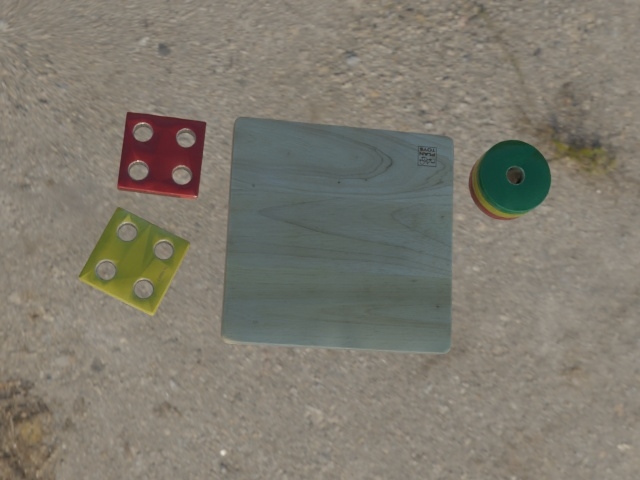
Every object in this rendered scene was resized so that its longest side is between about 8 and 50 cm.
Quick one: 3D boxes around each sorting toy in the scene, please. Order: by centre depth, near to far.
[{"bbox_3d":[0.000,0.000,0.590,0.275,0.046,0.132,4,78,-10],"label":"sorting toy"}]
